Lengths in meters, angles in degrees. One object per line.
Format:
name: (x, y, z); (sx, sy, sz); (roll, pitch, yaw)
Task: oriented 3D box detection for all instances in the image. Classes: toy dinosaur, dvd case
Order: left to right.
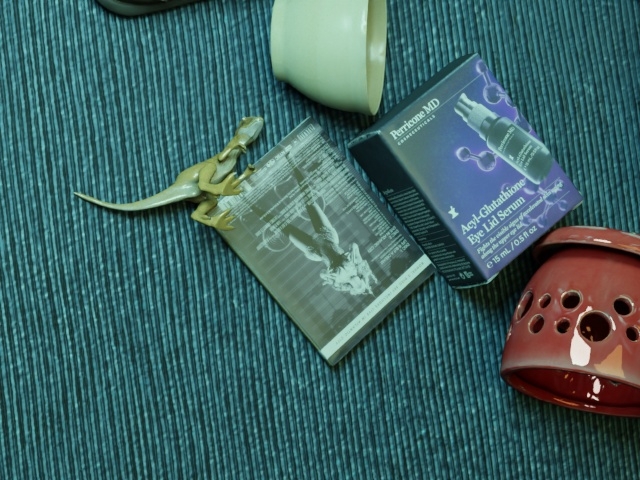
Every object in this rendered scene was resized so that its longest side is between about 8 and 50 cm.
toy dinosaur: (-0.136, -0.055, 1.667); (0.211, 0.112, 0.064); (-31, 131, -20)
dvd case: (0.000, 0.000, 1.722); (0.164, 0.018, 0.221); (-42, 97, -18)

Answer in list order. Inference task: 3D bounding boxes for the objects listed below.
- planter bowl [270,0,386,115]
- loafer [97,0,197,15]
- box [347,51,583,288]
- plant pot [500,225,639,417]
planter bowl: (0.007, -0.216, 1.688); (0.109, 0.162, 0.162); (3, 83, 10)
loafer: (-0.066, -0.329, 1.676); (0.366, 0.130, 0.134); (-24, 92, -18)
box: (0.156, -0.074, 1.733); (0.153, 0.108, 0.207); (-40, 97, -17)
plant pot: (0.305, 0.087, 1.722); (0.191, 0.191, 0.174); (21, 73, -15)
